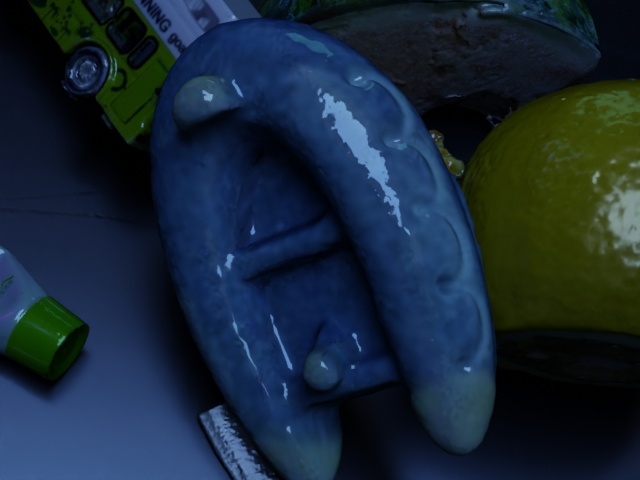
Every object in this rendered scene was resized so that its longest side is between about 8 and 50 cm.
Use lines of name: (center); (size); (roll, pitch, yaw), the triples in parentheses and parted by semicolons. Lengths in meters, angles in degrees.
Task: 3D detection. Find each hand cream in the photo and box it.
hand cream: (-0.294, 0.011, 0.946); (0.275, 0.050, 0.079); (31, 33, 12)

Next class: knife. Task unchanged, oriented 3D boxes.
knife: (-0.052, 0.139, 0.932); (0.060, 0.028, 0.230); (-24, 71, -13)

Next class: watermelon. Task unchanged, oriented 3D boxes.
watermelon: (0.069, -0.183, 1.075); (0.305, 0.180, 0.224); (2, 17, -6)

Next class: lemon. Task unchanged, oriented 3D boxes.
lemon: (0.209, -0.012, 0.930); (0.241, 0.240, 0.219); (11, 75, -5)

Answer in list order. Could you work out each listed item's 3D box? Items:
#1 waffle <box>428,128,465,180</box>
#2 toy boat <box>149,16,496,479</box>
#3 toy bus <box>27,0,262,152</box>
waffle: (0.020, -0.063, 0.999); (0.191, 0.038, 0.191); (4, 25, -2)
toy boat: (-0.016, 0.006, 0.853); (0.123, 0.215, 0.329); (-10, 82, -59)
toy bus: (-0.167, -0.208, 1.018); (0.139, 0.113, 0.301); (-43, 68, 13)
